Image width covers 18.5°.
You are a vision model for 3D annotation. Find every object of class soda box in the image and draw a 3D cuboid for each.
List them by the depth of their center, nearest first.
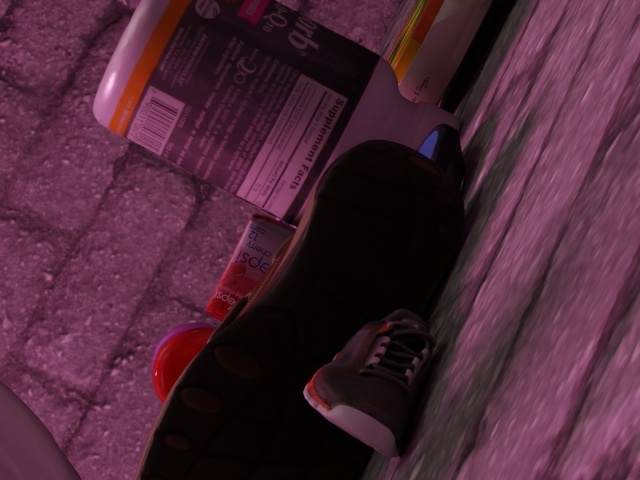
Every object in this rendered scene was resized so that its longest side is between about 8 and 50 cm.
[{"bbox_3d":[-0.026,0.043,1.632,0.092,0.083,0.263,-64,-6,-3],"label":"soda box"}]

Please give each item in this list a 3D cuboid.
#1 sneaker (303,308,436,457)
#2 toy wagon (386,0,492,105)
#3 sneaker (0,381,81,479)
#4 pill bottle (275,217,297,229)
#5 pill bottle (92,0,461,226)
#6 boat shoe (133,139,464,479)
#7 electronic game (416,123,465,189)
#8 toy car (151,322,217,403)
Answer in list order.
[{"bbox_3d":[0.033,0.070,1.098,0.065,0.061,0.158,-55,5,11],"label":"sneaker"},{"bbox_3d":[0.124,-0.213,1.863,0.267,0.068,0.344,-60,5,37],"label":"toy wagon"},{"bbox_3d":[-0.179,0.199,1.122,0.130,0.323,0.236,-40,4,-16],"label":"sneaker"},{"bbox_3d":[0.000,0.000,1.824,0.169,0.094,0.094,-58,6,51],"label":"pill bottle"},{"bbox_3d":[-0.035,-0.108,1.630,0.162,0.278,0.162,-62,4,7],"label":"pill bottle"},{"bbox_3d":[-0.016,0.083,1.232,0.324,0.122,0.120,-54,3,-30],"label":"boat shoe"},{"bbox_3d":[0.042,0.017,1.445,0.229,0.048,0.229,-62,4,7],"label":"electronic game"},{"bbox_3d":[-0.094,0.133,1.832,0.159,0.136,0.182,-63,3,2],"label":"toy car"}]
